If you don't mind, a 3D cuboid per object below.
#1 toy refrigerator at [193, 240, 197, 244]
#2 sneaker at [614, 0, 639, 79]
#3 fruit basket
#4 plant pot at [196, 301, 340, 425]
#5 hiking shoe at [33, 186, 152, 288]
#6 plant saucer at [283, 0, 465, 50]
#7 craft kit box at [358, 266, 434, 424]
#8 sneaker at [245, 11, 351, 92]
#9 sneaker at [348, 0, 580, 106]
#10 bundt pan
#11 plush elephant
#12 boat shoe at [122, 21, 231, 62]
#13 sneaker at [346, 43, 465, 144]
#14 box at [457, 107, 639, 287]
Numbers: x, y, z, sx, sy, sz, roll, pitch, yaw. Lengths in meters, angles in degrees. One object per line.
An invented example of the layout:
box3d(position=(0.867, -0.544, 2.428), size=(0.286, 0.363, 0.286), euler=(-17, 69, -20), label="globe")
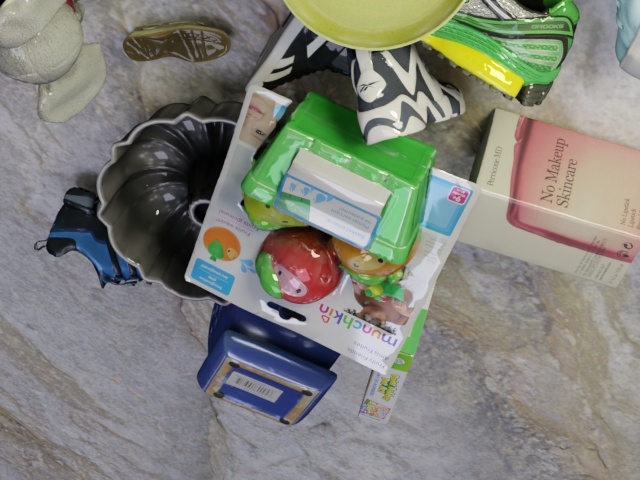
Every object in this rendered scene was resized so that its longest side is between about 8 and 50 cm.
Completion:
box3d(position=(-0.092, 0.012, 2.048), size=(0.269, 0.102, 0.094), euler=(12, 147, 8), label="toy refrigerator")
box3d(position=(0.346, -0.326, 1.340), size=(0.150, 0.135, 0.366), euler=(31, 149, 17), label="sneaker")
box3d(position=(0.000, 0.000, 1.702), size=(0.327, 0.165, 0.353), euler=(26, 122, 3), label="fruit basket")
box3d(position=(-0.075, 0.170, 2.171), size=(0.236, 0.212, 0.236), euler=(23, 148, -8), label="plant pot")
box3d(position=(-0.313, 0.032, 2.133), size=(0.304, 0.132, 0.113), euler=(30, 177, -8), label="hiking shoe")
box3d(position=(0.061, -0.330, 1.405), size=(0.241, 0.241, 0.037), euler=(15, -172, 5), label="plant saucer")
box3d(position=(0.130, 0.122, 1.966), size=(0.061, 0.250, 0.246), euler=(16, 148, 6), label="craft kit box")
box3d(position=(-0.010, -0.232, 1.667), size=(0.121, 0.079, 0.217), euler=(28, 145, -12), label="sneaker")
box3d(position=(0.141, -0.301, 1.483), size=(0.343, 0.134, 0.146), euler=(28, 112, -4), label="sneaker")
box3d(position=(-0.154, -0.070, 1.878), size=(0.331, 0.124, 0.331), euler=(5, 124, 8), label="bundt pan")
box3d(position=(-0.371, -0.296, 1.587), size=(0.330, 0.255, 0.272), euler=(10, 146, 12), label="plush elephant")
box3d(position=(-0.192, -0.275, 1.736), size=(0.153, 0.048, 0.056), euler=(-3, 130, 19), label="boat shoe")
box3d(position=(0.102, -0.214, 1.592), size=(0.094, 0.235, 0.153), euler=(-11, 99, 35), label="sneaker")
box3d(position=(0.315, -0.057, 1.704), size=(0.232, 0.148, 0.127), euler=(17, 147, 2), label="box")
